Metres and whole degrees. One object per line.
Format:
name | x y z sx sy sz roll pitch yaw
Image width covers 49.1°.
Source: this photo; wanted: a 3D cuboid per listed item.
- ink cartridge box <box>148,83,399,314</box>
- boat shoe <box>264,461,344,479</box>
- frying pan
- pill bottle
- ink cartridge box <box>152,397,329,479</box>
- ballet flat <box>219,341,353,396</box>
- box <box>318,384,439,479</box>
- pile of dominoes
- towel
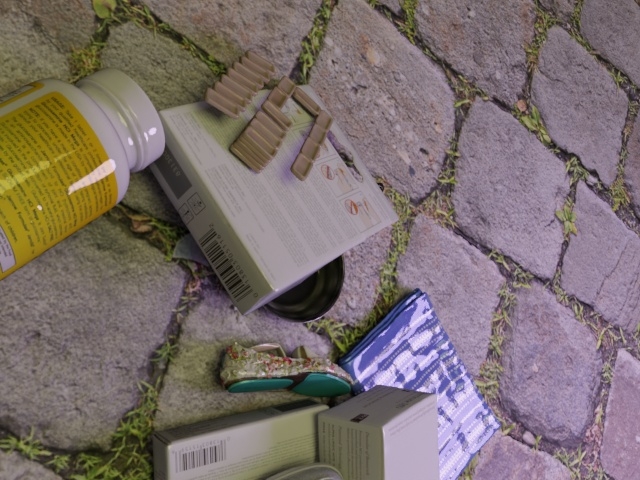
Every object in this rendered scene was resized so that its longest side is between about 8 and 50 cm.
ink cartridge box | -0.067 -0.091 1.136 0.308 0.091 0.385 57 37 5
boat shoe | -0.087 0.417 0.944 0.320 0.103 0.118 -23 104 -26
frying pan | -0.023 -0.014 1.187 0.197 0.053 0.326 36 60 -23
pill bottle | -0.366 -0.084 0.876 0.334 0.188 0.188 -40 103 -34
ink cartridge box | -0.107 0.379 1.040 0.275 0.060 0.239 -4 96 -36
ballet flat | -0.049 0.199 1.107 0.241 0.091 0.077 13 51 -36
box | 0.096 0.341 1.102 0.181 0.119 0.182 -9 99 -54
pile of dominoes | -0.083 -0.198 1.119 0.196 0.040 0.251 41 31 -13
towel | 0.191 0.284 1.280 0.243 0.040 0.336 -38 102 -34
